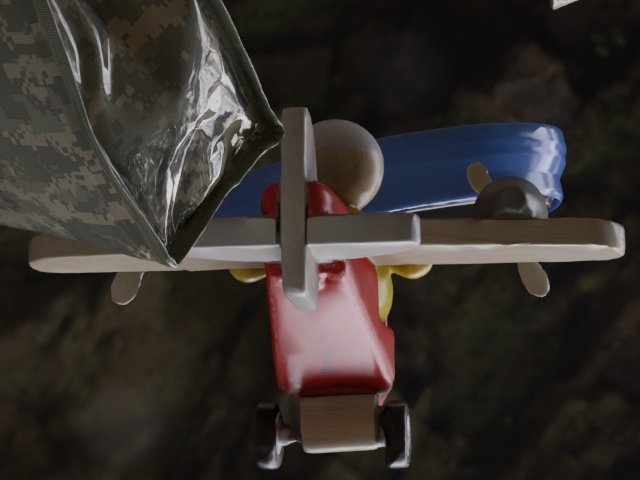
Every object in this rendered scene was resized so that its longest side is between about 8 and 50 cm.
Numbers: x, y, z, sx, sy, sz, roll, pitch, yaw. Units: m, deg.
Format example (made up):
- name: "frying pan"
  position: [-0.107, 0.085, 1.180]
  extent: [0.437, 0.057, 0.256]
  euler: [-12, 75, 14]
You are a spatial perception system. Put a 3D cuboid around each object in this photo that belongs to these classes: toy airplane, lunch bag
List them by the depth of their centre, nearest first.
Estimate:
- name: "lunch bag"
  position: [-0.194, -0.146, 1.236]
  extent: [0.235, 0.287, 0.169]
  euler: [11, -127, 38]
- name: "toy airplane"
  position: [0.000, 0.000, 1.612]
  extent: [0.384, 0.386, 0.272]
  euler: [-33, -138, 43]

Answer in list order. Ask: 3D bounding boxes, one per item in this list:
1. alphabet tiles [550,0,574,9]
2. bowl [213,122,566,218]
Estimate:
- name: "alphabet tiles"
  position: [0.306, -0.322, 1.776]
  extent: [0.198, 0.237, 0.009]
  euler: [-22, -119, -6]
- name: "bowl"
  position: [0.073, -0.039, 2.023]
  extent: [0.391, 0.391, 0.077]
  euler: [-18, -101, 46]
